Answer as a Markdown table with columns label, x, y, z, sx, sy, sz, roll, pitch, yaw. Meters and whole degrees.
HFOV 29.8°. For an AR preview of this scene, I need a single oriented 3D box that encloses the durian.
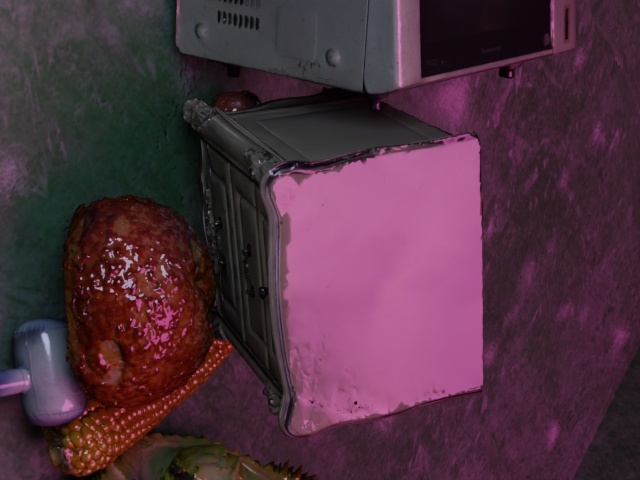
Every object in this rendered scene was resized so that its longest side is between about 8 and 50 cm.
| label | x | y | z | sx | sy | sz | roll | pitch | yaw |
| --- | --- | --- | --- | --- | --- | --- | --- | --- | --- |
| durian | -0.145 | 0.335 | 1.522 | 0.355 | 0.169 | 0.157 | 14 | 85 | -33 |

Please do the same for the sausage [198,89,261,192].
| label | x | y | z | sx | sy | sz | roll | pitch | yaw |
| --- | --- | --- | --- | --- | --- | --- | --- | --- | --- |
| sausage | -0.108 | -0.114 | 1.441 | 0.076 | 0.076 | 0.141 | -16 | 122 | -54 |

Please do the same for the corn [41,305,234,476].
| label | x | y | z | sx | sy | sz | roll | pitch | yaw |
| --- | --- | --- | --- | --- | --- | --- | --- | --- | --- |
| corn | -0.216 | 0.174 | 1.411 | 0.310 | 0.101 | 0.101 | -41 | 140 | -48 |

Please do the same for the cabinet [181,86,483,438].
| label | x | y | z | sx | sy | sz | roll | pitch | yaw |
| --- | --- | --- | --- | --- | --- | --- | --- | --- | --- |
| cabinet | 0.000 | 0.000 | 1.304 | 0.227 | 0.318 | 0.290 | -12 | 112 | -20 |

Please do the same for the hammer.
| label | x | y | z | sx | sy | sz | roll | pitch | yaw |
| --- | --- | --- | --- | --- | --- | --- | --- | --- | --- |
| hammer | -0.335 | 0.145 | 1.237 | 0.194 | 0.069 | 0.116 | -7 | 85 | -41 |

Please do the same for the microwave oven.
| label | x | y | z | sx | sy | sz | roll | pitch | yaw |
| --- | --- | --- | --- | --- | --- | --- | --- | --- | --- |
| microwave oven | 0.078 | -0.301 | 1.362 | 0.394 | 0.333 | 0.247 | -20 | 119 | -50 |

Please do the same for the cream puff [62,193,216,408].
| label | x | y | z | sx | sy | sz | roll | pitch | yaw |
| --- | --- | --- | --- | --- | --- | --- | --- | --- | --- |
| cream puff | -0.190 | 0.060 | 1.277 | 0.164 | 0.240 | 0.240 | -13 | 131 | -5 |
